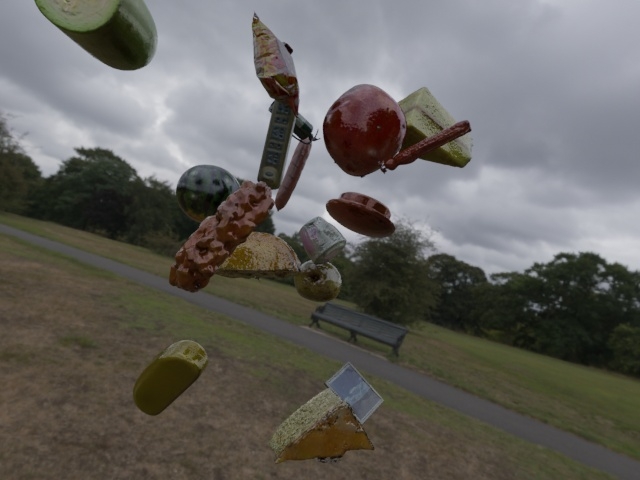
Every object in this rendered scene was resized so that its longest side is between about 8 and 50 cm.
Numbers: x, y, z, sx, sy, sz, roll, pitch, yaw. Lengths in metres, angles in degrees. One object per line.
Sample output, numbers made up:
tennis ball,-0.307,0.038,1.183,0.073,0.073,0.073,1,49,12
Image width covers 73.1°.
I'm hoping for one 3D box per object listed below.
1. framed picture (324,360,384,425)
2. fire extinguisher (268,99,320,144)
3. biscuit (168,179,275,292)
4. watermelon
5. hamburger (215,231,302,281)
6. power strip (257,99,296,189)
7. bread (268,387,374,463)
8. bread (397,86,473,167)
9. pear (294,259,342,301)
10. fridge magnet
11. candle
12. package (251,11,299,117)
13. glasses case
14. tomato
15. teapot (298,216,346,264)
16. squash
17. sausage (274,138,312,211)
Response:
framed picture,0.163,0.733,2.084,0.189,0.023,0.260,-29,67,-40
fire extinguisher,-0.112,-0.552,2.049,0.294,0.118,0.093,38,-13,-28
biscuit,-0.255,-0.005,1.084,0.110,0.318,0.312,43,-18,-11
watermelon,-0.450,-0.184,1.754,0.269,0.269,0.269,14,-5,1
hamburger,-0.200,0.050,1.404,0.283,0.156,0.144,1,-25,-9
power strip,-0.161,-0.349,1.600,0.092,0.387,0.066,13,5,4
bread,0.008,0.742,1.601,0.279,0.315,0.248,52,-14,-15
bread,0.463,-0.438,1.870,0.362,0.233,0.245,33,-27,-23
pear,-0.015,0.182,1.964,0.229,0.188,0.211,14,-21,9
fridge magnet,0.198,-0.123,2.119,0.364,0.155,0.363,22,-11,5
candle,0.336,-0.301,1.410,0.329,0.048,0.051,-23,-36,35
package,-0.149,-0.564,1.401,0.108,0.288,0.223,-20,-22,17
glasses case,-0.599,0.528,1.709,0.173,0.371,0.141,43,22,-8
tomato,0.179,-0.390,1.536,0.338,0.338,0.144,17,3,-27
teapot,0.010,-0.009,1.788,0.178,0.163,0.221,54,18,14
squash,-0.594,-0.625,1.234,0.210,0.233,0.309,43,1,-3
sausage,-0.144,-0.353,2.286,0.088,0.433,0.088,22,-1,1
